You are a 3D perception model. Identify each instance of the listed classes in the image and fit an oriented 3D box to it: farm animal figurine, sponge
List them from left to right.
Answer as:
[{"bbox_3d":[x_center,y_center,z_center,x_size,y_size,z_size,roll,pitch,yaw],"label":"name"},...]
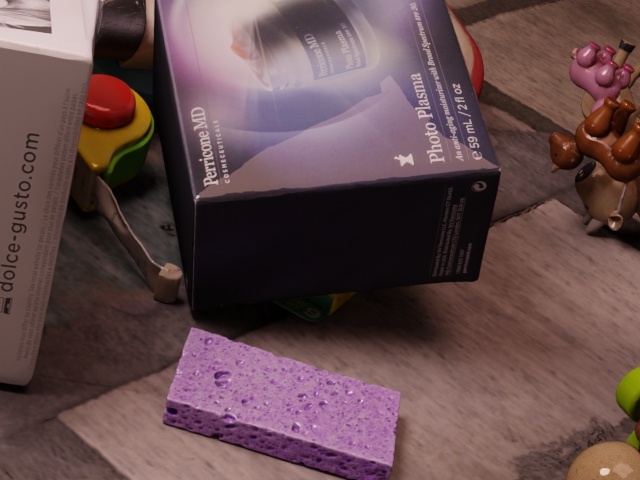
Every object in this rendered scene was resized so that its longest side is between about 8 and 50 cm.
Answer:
[{"bbox_3d":[-0.031,0.151,1.577,0.210,0.031,0.117,17,31,-1],"label":"sponge"},{"bbox_3d":[0.392,-0.075,2.043,0.326,0.172,0.330,34,25,4],"label":"farm animal figurine"}]

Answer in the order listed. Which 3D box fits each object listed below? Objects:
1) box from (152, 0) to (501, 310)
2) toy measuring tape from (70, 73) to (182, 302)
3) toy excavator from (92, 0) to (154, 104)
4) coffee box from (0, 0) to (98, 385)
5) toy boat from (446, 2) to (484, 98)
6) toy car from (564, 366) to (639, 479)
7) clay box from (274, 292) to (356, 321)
[{"bbox_3d":[-0.005,-0.108,1.721,0.294,0.183,0.296,-7,52,-9],"label":"box"},{"bbox_3d":[-0.198,-0.072,1.785,0.121,0.121,0.330,-11,50,-39],"label":"toy measuring tape"},{"bbox_3d":[-0.244,-0.342,2.035,0.222,0.445,0.433,0,76,-28],"label":"toy excavator"},{"bbox_3d":[-0.384,-0.121,1.535,0.334,0.338,0.338,10,32,-11],"label":"coffee box"},{"bbox_3d":[0.137,-0.212,2.173,0.151,0.151,0.231,33,19,-35],"label":"toy boat"},{"bbox_3d":[0.271,0.230,1.551,0.188,0.149,0.155,-26,41,-12],"label":"toy car"},{"bbox_3d":[0.000,0.000,1.814,0.127,0.053,0.222,28,32,17],"label":"clay box"}]
